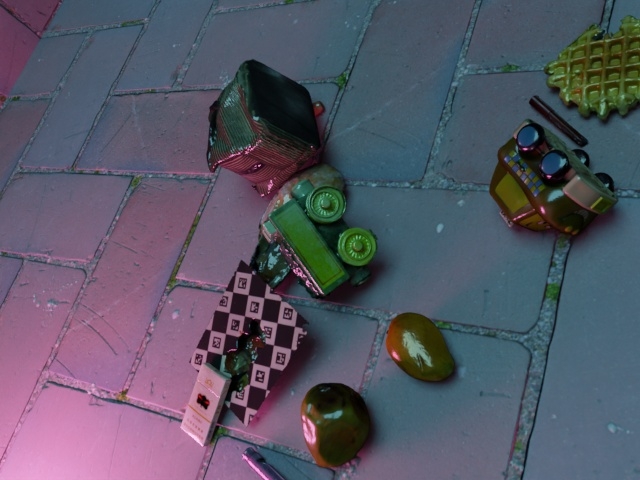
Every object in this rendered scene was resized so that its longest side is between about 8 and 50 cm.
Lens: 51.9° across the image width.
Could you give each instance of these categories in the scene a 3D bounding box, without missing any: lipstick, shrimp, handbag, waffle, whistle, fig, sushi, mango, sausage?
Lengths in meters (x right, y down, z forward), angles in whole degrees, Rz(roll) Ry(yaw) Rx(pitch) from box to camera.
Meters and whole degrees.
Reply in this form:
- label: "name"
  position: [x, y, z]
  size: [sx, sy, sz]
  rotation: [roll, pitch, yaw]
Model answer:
- label: "lipstick"
  position: [0.527, -0.265, 1.463]
  size: [0.027, 0.027, 0.176]
  rotation: [-37, 52, 7]
- label: "shrimp"
  position: [-0.097, -0.014, 1.642]
  size: [0.221, 0.110, 0.446]
  rotation: [19, 70, 43]
- label: "handbag"
  position: [-0.163, -0.291, 1.730]
  size: [0.240, 0.247, 0.341]
  rotation: [-45, 36, 30]
- label: "waffle"
  position: [0.643, -0.385, 1.445]
  size: [0.261, 0.056, 0.250]
  rotation: [-40, 51, 2]
- label: "whistle"
  position: [-0.103, 0.497, 1.386]
  size: [0.176, 0.033, 0.033]
  rotation: [30, 81, 38]
- label: "fig"
  position: [0.029, 0.369, 1.316]
  size: [0.154, 0.144, 0.166]
  rotation: [169, 104, -64]
- label: "sushi"
  position: [-0.157, 0.236, 1.516]
  size: [0.264, 0.050, 0.290]
  rotation: [37, 104, 35]
- label: "mango"
  position: [0.197, 0.221, 1.337]
  size: [0.115, 0.089, 0.165]
  rotation: [-25, 56, 5]
- label: "sausage"
  position: [-0.028, -0.359, 1.839]
  size: [0.083, 0.034, 0.034]
  rotation: [-30, 52, 15]

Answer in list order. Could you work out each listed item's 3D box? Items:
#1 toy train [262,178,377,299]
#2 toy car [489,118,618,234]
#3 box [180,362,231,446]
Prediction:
- label: "toy train"
  position: [0.000, 0.000, 1.483]
  size: [0.188, 0.159, 0.272]
  rotation: [-34, 88, -11]
- label: "toy car"
  position: [0.449, -0.104, 1.336]
  size: [0.198, 0.204, 0.248]
  rotation: [-51, 45, 26]
- label: "box"
  position: [-0.265, 0.378, 1.522]
  size: [0.090, 0.024, 0.167]
  rotation: [24, 98, 38]
